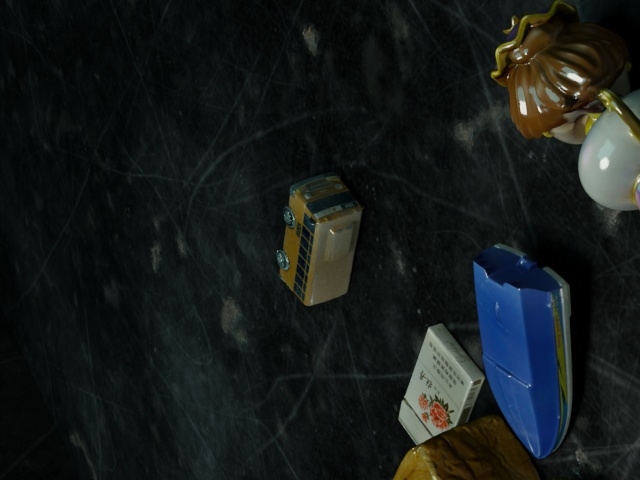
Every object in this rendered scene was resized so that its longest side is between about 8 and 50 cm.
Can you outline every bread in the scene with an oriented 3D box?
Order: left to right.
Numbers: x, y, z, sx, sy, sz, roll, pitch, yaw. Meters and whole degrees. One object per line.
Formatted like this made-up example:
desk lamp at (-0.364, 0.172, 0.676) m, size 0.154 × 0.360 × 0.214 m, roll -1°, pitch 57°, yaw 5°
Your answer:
bread at (0.191, 0.326, 1.740) m, size 0.149 × 0.143 × 0.158 m, roll 54°, pitch 149°, yaw 34°

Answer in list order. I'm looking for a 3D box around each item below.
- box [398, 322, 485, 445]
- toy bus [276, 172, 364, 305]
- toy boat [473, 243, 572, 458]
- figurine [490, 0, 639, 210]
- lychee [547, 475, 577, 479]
box at (0.165, 0.221, 1.853) m, size 0.109 × 0.029 × 0.198 m, roll 53°, pitch 144°, yaw 36°
toy bus at (0.000, 0.000, 1.982) m, size 0.103 × 0.091 × 0.182 m, roll 49°, pitch 144°, yaw 37°
toy boat at (0.253, 0.148, 1.611) m, size 0.129 × 0.088 × 0.295 m, roll 35°, pitch 143°, yaw 50°
figurine at (0.280, -0.135, 1.349) m, size 0.263 × 0.142 × 0.189 m, roll 51°, pitch 179°, yaw 32°
lychee at (0.301, 0.350, 1.582) m, size 0.114 × 0.114 × 0.146 m, roll 114°, pitch 150°, yaw -50°
